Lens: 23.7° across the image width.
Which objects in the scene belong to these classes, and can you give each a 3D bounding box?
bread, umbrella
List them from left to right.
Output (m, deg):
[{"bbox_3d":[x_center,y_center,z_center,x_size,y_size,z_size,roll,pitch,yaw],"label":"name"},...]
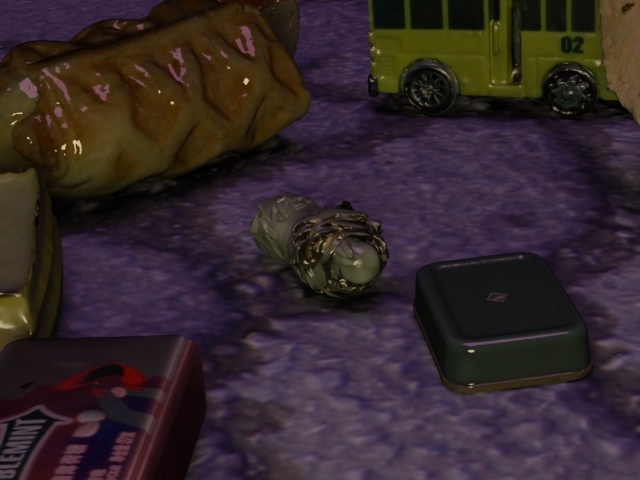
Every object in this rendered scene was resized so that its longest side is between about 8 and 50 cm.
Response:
[{"bbox_3d":[-0.149,-0.111,1.213,0.268,0.130,0.152,-25,39,-39],"label":"bread"},{"bbox_3d":[-0.068,-0.204,1.470,0.070,0.083,0.077,18,34,25],"label":"bread"},{"bbox_3d":[0.000,0.000,1.010,0.067,0.062,0.143,20,4,-27],"label":"umbrella"}]

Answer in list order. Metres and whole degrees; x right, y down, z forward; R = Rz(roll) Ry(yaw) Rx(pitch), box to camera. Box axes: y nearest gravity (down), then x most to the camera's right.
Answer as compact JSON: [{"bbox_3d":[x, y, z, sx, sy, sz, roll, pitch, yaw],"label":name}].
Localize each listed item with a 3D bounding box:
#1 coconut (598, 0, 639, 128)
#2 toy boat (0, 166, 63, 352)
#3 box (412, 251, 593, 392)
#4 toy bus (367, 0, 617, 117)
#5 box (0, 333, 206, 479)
[{"bbox_3d":[0.341,-0.144,1.092,0.245,0.233,0.233,-12,23,-31],"label":"coconut"},{"bbox_3d":[-0.221,0.020,0.974,0.111,0.084,0.276,-7,24,-2],"label":"toy boat"},{"bbox_3d":[0.107,0.046,0.917,0.091,0.031,0.126,-7,25,-4],"label":"box"},{"bbox_3d":[0.177,-0.194,1.316,0.262,0.150,0.128,3,26,17],"label":"toy bus"},{"bbox_3d":[-0.129,0.120,0.741,0.120,0.069,0.224,-3,23,5],"label":"box"}]
